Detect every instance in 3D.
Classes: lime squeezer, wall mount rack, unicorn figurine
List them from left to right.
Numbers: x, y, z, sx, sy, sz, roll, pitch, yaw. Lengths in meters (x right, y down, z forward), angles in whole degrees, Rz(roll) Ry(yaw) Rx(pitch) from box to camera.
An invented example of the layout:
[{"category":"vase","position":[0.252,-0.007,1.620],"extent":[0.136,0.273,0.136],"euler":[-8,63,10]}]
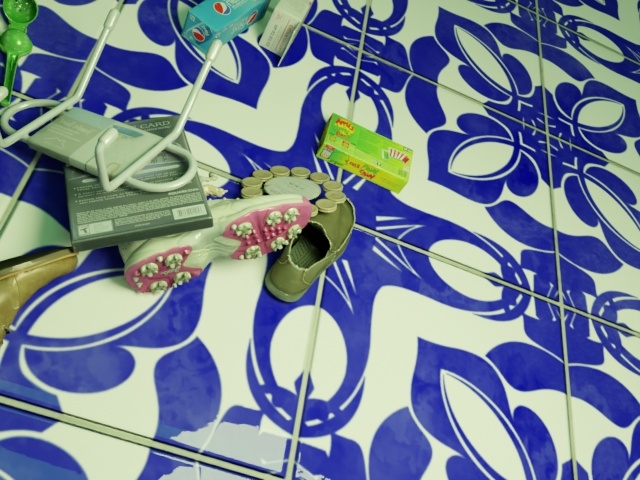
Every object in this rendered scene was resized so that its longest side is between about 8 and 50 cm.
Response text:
[{"category":"lime squeezer","position":[-0.505,-0.366,1.241],"extent":[0.059,0.110,0.310],"euler":[12,82,-40]},{"category":"wall mount rack","position":[-0.320,-0.218,1.132],"extent":[0.350,0.130,0.304],"euler":[22,46,17]},{"category":"unicorn figurine","position":[-0.241,-0.098,1.189],"extent":[0.162,0.060,0.111],"euler":[3,13,18]}]

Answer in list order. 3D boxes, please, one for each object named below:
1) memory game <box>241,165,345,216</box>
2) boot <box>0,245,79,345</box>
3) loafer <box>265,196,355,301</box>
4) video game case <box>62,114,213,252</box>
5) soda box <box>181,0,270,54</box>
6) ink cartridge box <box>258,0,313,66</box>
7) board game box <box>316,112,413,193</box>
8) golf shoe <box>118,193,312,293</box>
[{"category":"memory game","position":[-0.047,-0.086,1.275],"extent":[0.186,0.012,0.186],"euler":[5,30,-3]},{"category":"boot","position":[-0.440,0.096,0.960],"extent":[0.305,0.112,0.115],"euler":[-33,106,-44]},{"category":"loafer","position":[0.000,0.000,1.241],"extent":[0.094,0.087,0.251],"euler":[34,49,-2]},{"category":"video game case","position":[-0.287,-0.097,1.119],"extent":[0.196,0.026,0.274],"euler":[-11,44,-14]},{"category":"soda box","position":[-0.186,-0.459,1.488],"extent":[0.071,0.067,0.210],"euler":[38,48,3]},{"category":"ink cartridge box","position":[-0.069,-0.457,1.522],"extent":[0.062,0.104,0.181],"euler":[27,49,-7]},{"category":"board game box","position":[0.089,-0.171,1.439],"extent":[0.181,0.043,0.092],"euler":[24,49,-11]},{"category":"golf shoe","position":[-0.165,-0.030,1.134],"extent":[0.306,0.115,0.140],"euler":[-18,54,-19]}]
